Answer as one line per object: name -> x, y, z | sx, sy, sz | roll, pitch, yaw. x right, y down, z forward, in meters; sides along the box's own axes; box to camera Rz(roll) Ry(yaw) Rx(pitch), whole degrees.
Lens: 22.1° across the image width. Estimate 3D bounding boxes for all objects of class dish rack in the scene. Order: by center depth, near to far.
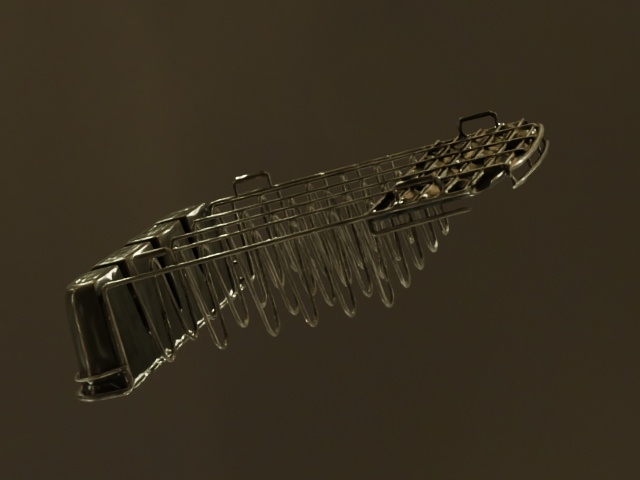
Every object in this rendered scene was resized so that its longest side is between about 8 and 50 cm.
dish rack -> 0.000, 0.000, 0.931 | 0.271, 0.208, 0.074 | -15, -78, 19
